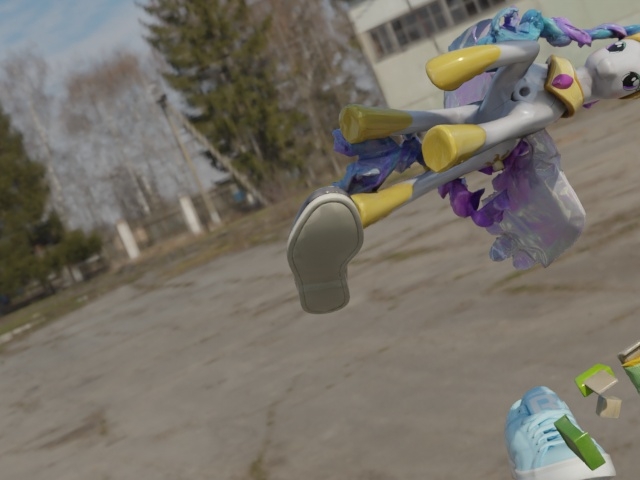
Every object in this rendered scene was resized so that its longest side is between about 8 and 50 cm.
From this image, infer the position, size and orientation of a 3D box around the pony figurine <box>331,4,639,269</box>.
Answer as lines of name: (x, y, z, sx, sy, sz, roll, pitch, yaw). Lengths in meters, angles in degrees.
pony figurine: (0.191, -0.119, 1.119, 0.363, 0.303, 0.351, -18, -10, -29)

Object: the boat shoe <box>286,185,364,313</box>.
boat shoe: (0.000, 0.000, 1.031, 0.075, 0.065, 0.206, -6, -32, -5)

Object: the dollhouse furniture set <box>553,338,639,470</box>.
dollhouse furniture set: (0.298, 0.150, 0.982, 0.151, 0.076, 0.058, -33, 13, -3)

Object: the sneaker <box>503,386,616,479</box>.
sneaker: (0.354, 0.310, 1.629, 0.135, 0.150, 0.366, -12, -7, -7)
